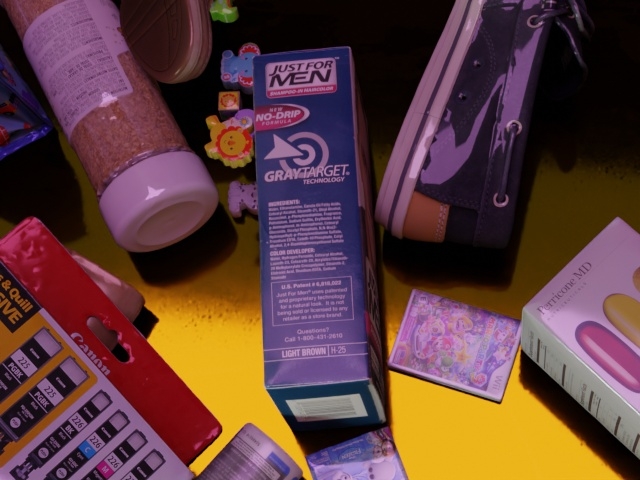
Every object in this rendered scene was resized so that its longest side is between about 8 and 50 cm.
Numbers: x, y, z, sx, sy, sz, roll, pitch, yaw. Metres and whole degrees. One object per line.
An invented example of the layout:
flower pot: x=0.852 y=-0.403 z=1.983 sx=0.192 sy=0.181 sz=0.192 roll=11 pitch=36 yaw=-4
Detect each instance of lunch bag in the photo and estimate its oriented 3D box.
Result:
lunch bag: x=-0.430 y=-0.221 z=1.506 sx=0.138 sy=0.293 sz=0.221 roll=-34 pitch=69 yaw=-6

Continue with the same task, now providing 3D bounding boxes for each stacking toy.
stacking toy: x=-0.081 y=-0.148 z=1.503 sx=0.052 sy=0.167 sz=0.221 roll=-2 pitch=68 yaw=5

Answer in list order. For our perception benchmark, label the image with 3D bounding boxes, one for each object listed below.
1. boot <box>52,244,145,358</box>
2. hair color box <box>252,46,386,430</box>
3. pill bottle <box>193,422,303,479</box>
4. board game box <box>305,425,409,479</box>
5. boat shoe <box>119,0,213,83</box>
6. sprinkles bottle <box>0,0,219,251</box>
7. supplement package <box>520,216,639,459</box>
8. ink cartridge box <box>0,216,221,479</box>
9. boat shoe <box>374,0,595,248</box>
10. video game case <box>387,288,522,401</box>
boot: x=-0.350 y=0.114 z=1.482 sx=0.236 sy=0.089 sz=0.270 roll=31 pitch=76 yaw=4
hair color box: x=0.000 y=0.000 z=1.432 sx=0.105 sy=0.174 sz=0.347 roll=-5 pitch=69 yaw=5
pill bottle: x=-0.089 y=0.252 z=1.397 sx=0.078 sy=0.078 sz=0.137 roll=39 pitch=78 yaw=19
board game box: x=0.041 y=0.241 z=1.416 sx=0.090 sy=0.020 sz=0.090 roll=-21 pitch=69 yaw=-1
boat shoe: x=-0.160 y=-0.277 z=1.566 sx=0.109 sy=0.098 sz=0.302 roll=-46 pitch=44 yaw=25
sprinkles bottle: x=-0.236 y=-0.161 z=1.551 sx=0.121 sy=0.121 sz=0.355 roll=-28 pitch=68 yaw=-4
supplement package: x=0.324 y=0.121 z=1.367 sx=0.139 sy=0.134 sz=0.244 roll=-43 pitch=70 yaw=-10
ink cartridge box: x=-0.278 y=0.157 z=1.368 sx=0.272 sy=0.130 sz=0.309 roll=-43 pitch=92 yaw=-17
boat shoe: x=0.212 y=-0.215 z=1.492 sx=0.156 sy=0.187 sz=0.500 roll=21 pitch=78 yaw=9
video game case: x=0.139 y=0.106 z=1.461 sx=0.122 sy=0.011 sz=0.087 roll=16 pitch=72 yaw=12
